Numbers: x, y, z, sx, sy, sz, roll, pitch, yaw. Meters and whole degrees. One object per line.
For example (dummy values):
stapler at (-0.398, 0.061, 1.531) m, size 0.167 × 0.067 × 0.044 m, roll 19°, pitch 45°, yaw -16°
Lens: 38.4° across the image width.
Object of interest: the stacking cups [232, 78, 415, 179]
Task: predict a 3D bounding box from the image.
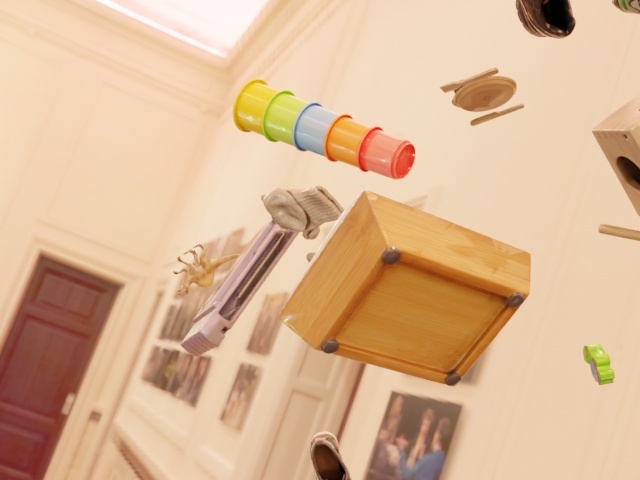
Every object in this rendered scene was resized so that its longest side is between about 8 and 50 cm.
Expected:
stacking cups at (0.007, -0.170, 1.474) m, size 0.316 × 0.096 × 0.096 m, roll 25°, pitch -7°, yaw 28°

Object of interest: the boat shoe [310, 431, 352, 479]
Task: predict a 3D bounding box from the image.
boat shoe at (0.032, 0.539, 2.012) m, size 0.084 × 0.233 × 0.079 m, roll -19°, pitch 1°, yaw -2°

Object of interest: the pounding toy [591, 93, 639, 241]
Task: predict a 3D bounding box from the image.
pounding toy at (0.408, -0.062, 1.054) m, size 0.206 × 0.181 × 0.094 m, roll 57°, pitch -8°, yaw -14°

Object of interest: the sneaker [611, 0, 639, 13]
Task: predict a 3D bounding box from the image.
sneaker at (0.701, -0.484, 1.625) m, size 0.134 × 0.344 × 0.146 m, roll 60°, pitch 5°, yaw -29°

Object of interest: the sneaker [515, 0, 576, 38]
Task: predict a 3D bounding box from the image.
sneaker at (0.375, -0.479, 1.618) m, size 0.286 × 0.109 × 0.130 m, roll 50°, pitch 6°, yaw -25°

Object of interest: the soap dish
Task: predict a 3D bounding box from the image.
soap dish at (0.124, 0.076, 1.248) m, size 0.291 × 0.229 × 0.118 m, roll 19°, pitch 30°, yaw -28°

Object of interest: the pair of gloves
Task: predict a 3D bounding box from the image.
pair of gloves at (0.000, 0.000, 1.592) m, size 0.204 × 0.042 × 0.240 m, roll 2°, pitch -44°, yaw 53°

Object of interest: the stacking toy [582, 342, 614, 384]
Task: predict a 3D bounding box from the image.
stacking toy at (0.391, 0.197, 0.980) m, size 0.167 × 0.221 × 0.052 m, roll -10°, pitch -26°, yaw -7°

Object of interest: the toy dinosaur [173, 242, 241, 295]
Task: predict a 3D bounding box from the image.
toy dinosaur at (-0.262, 0.056, 2.045) m, size 0.092 × 0.183 × 0.053 m, roll 57°, pitch -28°, yaw -5°

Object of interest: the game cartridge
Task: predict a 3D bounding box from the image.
game cartridge at (-0.146, 0.066, 1.821) m, size 0.068 × 0.355 × 0.230 m, roll 39°, pitch -22°, yaw -11°

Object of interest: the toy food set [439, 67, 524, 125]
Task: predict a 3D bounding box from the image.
toy food set at (0.315, -0.291, 1.785) m, size 0.133 × 0.038 × 0.192 m, roll -17°, pitch -23°, yaw 22°
